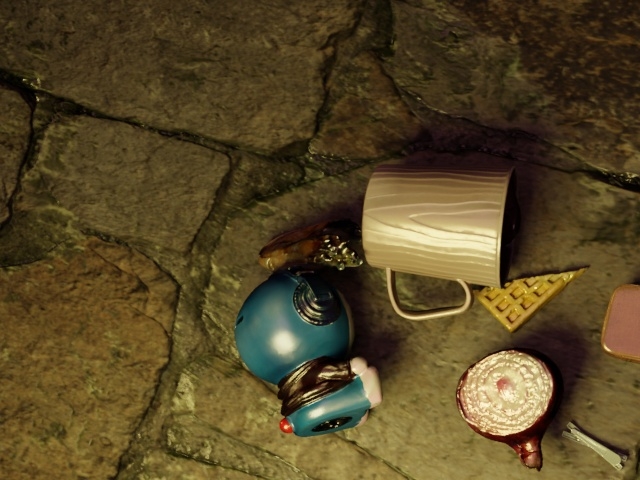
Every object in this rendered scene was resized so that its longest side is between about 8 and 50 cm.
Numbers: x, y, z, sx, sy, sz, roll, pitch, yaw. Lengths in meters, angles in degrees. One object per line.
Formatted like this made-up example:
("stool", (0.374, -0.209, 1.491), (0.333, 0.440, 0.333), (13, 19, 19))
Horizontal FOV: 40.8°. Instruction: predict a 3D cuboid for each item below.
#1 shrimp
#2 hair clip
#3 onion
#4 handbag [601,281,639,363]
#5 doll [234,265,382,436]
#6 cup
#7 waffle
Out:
("shrimp", (0.003, 0.007, 1.696), (0.289, 0.178, 0.075), (-12, 113, 49))
("hair clip", (0.486, 0.364, 1.526), (0.115, 0.039, 0.030), (29, 81, 24))
("onion", (0.352, 0.303, 1.529), (0.195, 0.140, 0.218), (-26, 71, 14))
("handbag", (0.605, 0.152, 1.524), (0.193, 0.072, 0.151), (11, 80, 21))
("doll", (-0.030, 0.204, 1.620), (0.240, 0.284, 0.310), (-7, 63, -29))
("cup", (0.232, -0.006, 1.626), (0.273, 0.208, 0.288), (6, 114, 19))
("waffle", (0.395, 0.074, 1.634), (0.191, 0.032, 0.125), (-44, 65, 0))
